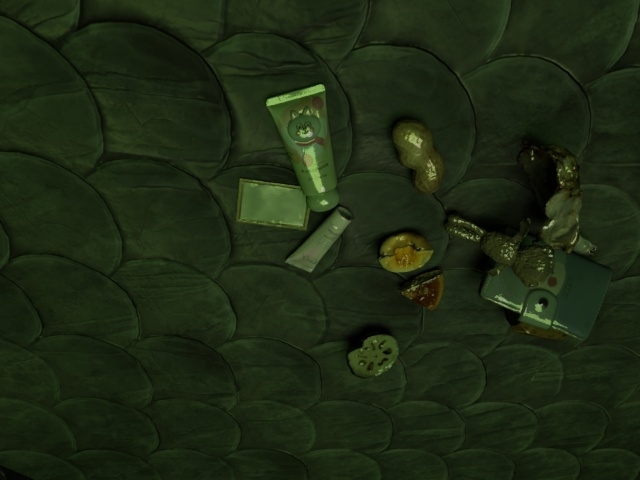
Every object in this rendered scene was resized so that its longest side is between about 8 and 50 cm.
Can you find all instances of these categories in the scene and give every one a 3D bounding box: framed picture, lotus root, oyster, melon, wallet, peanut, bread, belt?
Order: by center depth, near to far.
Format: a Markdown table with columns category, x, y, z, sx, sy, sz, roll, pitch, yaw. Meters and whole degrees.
| category | x | y | z | sx | sy | sz | roll | pitch | yaw |
| --- | --- | --- | --- | --- | --- | --- | --- | --- | --- |
| peanut | 0.256 | -0.213 | 1.104 | 0.104 | 0.085 | 0.227 | -25 | 122 | 22 |
| oyster | 0.606 | -0.102 | 1.114 | 0.133 | 0.197 | 0.336 | -10 | 119 | 22 |
| framed picture | -0.128 | -0.099 | 1.192 | 0.201 | 0.010 | 0.135 | 6 | 120 | -8 |
| wallet | 0.655 | 0.130 | 1.258 | 0.361 | 0.083 | 0.252 | 21 | 85 | 0 |
| melon | 0.242 | 0.037 | 1.268 | 0.161 | 0.079 | 0.128 | -11 | 140 | 2 |
| belt | 0.747 | -0.013 | 1.277 | 0.071 | 0.053 | 0.232 | -39 | 116 | 17 |
| bread | 0.335 | 0.141 | 1.344 | 0.155 | 0.054 | 0.136 | 24 | 119 | -24 |
| lotus root | 0.169 | 0.375 | 1.467 | 0.184 | 0.077 | 0.203 | -17 | 126 | -7 |

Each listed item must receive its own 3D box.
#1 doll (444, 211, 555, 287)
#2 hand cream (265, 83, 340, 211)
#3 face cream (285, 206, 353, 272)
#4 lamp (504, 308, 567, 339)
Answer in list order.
| category | x | y | z | sx | sy | sz | roll | pitch | yaw |
| --- | --- | --- | --- | --- | --- | --- | --- | --- | --- |
| doll | 0.488 | 0.022 | 1.186 | 0.286 | 0.091 | 0.202 | 5 | 108 | 33 |
| hand cream | -0.024 | -0.223 | 1.087 | 0.147 | 0.093 | 0.305 | -15 | 112 | 2 |
| face cream | 0.000 | 0.000 | 1.238 | 0.092 | 0.058 | 0.243 | 26 | 123 | -23 |
| lamp | 0.701 | 0.234 | 1.369 | 0.185 | 0.161 | 0.161 | 13 | 120 | -10 |
